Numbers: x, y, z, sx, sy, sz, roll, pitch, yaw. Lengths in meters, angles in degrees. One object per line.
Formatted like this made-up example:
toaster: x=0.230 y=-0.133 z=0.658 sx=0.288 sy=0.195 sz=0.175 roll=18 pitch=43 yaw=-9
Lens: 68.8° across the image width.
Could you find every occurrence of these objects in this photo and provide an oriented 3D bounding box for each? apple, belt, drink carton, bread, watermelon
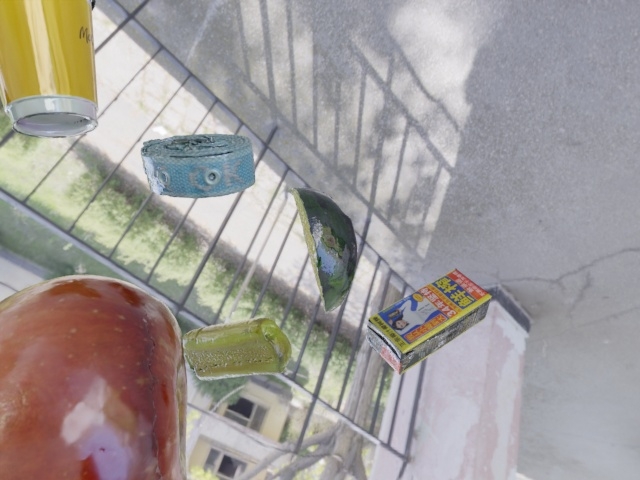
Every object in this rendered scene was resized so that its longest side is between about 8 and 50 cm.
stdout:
apple: x=-0.229 y=0.169 z=0.435 sx=0.206 sy=0.272 sz=0.251 roll=-1 pitch=-179 yaw=-17
belt: x=-0.181 y=-0.117 z=0.696 sx=0.162 sy=0.148 sz=0.082 roll=-11 pitch=116 yaw=-12
drink carton: x=0.146 y=0.106 z=0.629 sx=0.071 sy=0.165 sz=0.056 roll=41 pitch=145 yaw=42
bread: x=-0.245 y=0.311 z=1.360 sx=0.383 sy=0.112 sz=0.166 roll=-17 pitch=101 yaw=35
watermelon: x=0.000 y=0.000 z=1.025 sx=0.123 sy=0.302 sz=0.129 roll=-3 pitch=159 yaw=-38

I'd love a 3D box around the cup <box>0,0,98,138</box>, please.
cup: x=-0.467 y=-0.326 z=0.786 sx=0.196 sy=0.280 sz=0.196 roll=-11 pitch=178 yaw=0
